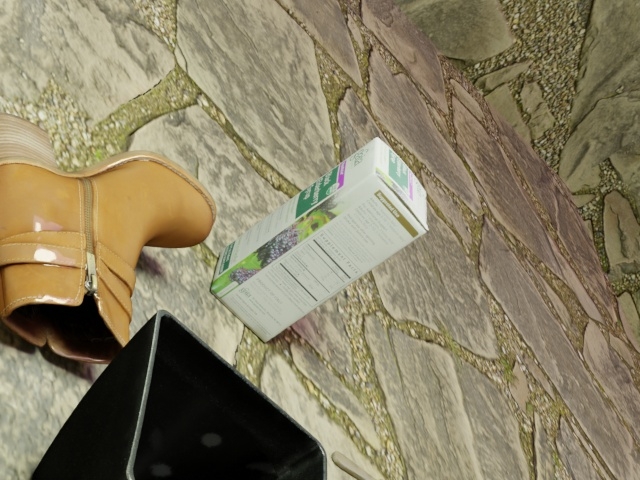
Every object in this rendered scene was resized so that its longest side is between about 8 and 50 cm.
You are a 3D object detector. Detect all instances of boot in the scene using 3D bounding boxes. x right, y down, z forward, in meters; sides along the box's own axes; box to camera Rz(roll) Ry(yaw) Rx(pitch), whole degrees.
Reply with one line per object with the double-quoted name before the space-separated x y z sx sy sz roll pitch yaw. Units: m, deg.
"boot" -0.188 0.011 1.108 0.283 0.109 0.220 27 31 -46

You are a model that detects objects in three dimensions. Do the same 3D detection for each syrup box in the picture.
"syrup box" 0.000 0.000 1.352 0.096 0.237 0.093 46 23 -20

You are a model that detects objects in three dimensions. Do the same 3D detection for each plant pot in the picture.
"plant pot" -0.117 0.200 0.882 0.188 0.167 0.187 45 22 -24

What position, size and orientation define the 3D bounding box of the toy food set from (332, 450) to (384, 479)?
"toy food set" 0.071 0.308 1.298 0.132 0.038 0.192 39 25 -33
